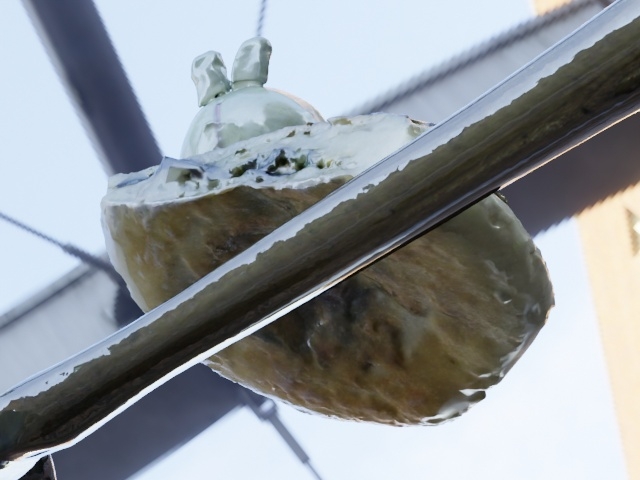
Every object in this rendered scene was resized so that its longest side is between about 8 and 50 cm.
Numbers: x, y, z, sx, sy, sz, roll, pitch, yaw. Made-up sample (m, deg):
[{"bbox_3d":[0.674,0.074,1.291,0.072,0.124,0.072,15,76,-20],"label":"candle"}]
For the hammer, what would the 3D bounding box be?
[{"bbox_3d":[0.000,0.000,0.623,0.440,0.044,0.168,-32,-14,11],"label":"hammer"}]

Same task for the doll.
[{"bbox_3d":[-0.028,-0.017,1.187,0.275,0.155,0.113,65,-149,-13],"label":"doll"}]

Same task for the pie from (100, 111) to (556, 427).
[{"bbox_3d":[0.008,0.021,0.727,0.218,0.052,0.185,-12,-49,32],"label":"pie"}]
